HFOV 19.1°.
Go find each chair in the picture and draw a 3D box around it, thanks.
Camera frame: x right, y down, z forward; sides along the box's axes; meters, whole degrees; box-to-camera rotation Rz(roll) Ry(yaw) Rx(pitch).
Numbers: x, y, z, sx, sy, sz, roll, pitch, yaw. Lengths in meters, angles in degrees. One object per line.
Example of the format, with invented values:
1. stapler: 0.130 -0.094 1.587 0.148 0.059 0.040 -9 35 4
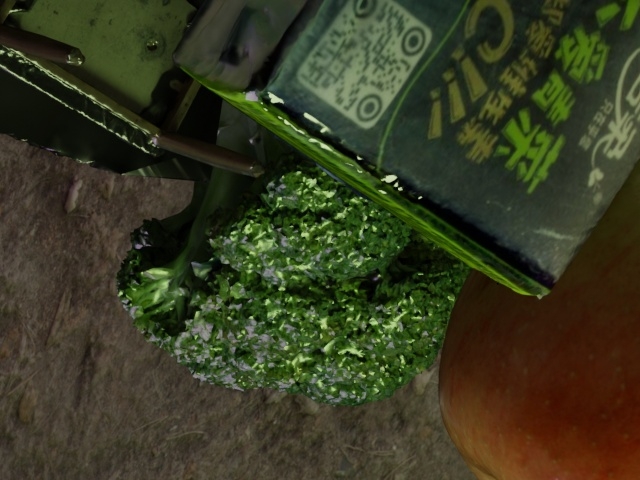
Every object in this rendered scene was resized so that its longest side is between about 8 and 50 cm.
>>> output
1. chair: -0.130 -0.162 1.290 0.188 0.166 0.272 31 175 -33

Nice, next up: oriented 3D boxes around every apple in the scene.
1. apple: 0.225 0.092 1.100 0.319 0.277 0.319 52 -175 -7

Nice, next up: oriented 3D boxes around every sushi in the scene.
1. sushi: -0.201 -0.177 1.539 0.227 0.215 0.212 8 -173 -17

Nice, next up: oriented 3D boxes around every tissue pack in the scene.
1. tissue pack: 0.066 -0.092 0.863 0.235 0.173 0.073 31 -179 -45

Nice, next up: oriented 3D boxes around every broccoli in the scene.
1. broccoli: -0.008 0.003 1.741 0.310 0.321 0.413 36 -166 9

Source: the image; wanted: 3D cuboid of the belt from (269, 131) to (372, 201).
1. belt: 0.025 -0.104 1.315 0.128 0.122 0.218 33 176 -19
